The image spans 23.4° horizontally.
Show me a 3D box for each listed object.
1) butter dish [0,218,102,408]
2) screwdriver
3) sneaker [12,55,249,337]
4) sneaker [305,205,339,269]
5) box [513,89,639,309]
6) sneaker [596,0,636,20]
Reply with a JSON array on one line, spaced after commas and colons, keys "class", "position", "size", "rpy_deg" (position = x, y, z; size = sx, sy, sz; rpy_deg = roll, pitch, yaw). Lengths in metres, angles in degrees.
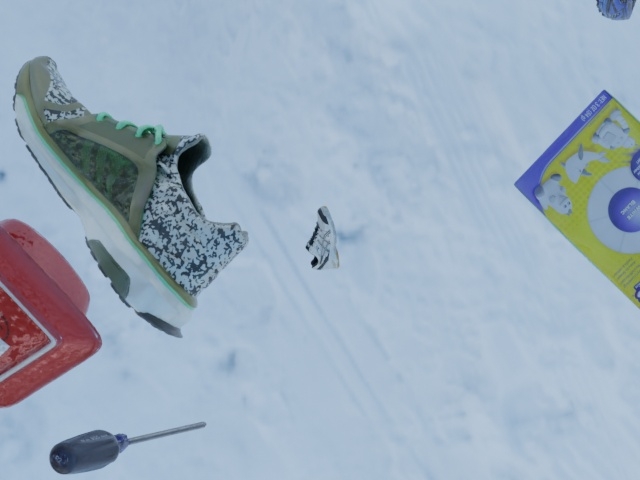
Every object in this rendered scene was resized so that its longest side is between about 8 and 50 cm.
[{"class": "butter dish", "position": [-0.274, 0.044, 1.380], "size": [0.160, 0.118, 0.160], "rpy_deg": [-32, 108, 32]}, {"class": "screwdriver", "position": [-0.117, 0.124, 0.964], "size": [0.025, 0.170, 0.024], "rpy_deg": [0, 91, 21]}, {"class": "sneaker", "position": [-0.215, -0.083, 1.834], "size": [0.182, 0.410, 0.158], "rpy_deg": [-36, 156, 2]}, {"class": "sneaker", "position": [0.000, 0.000, 1.785], "size": [0.037, 0.032, 0.083], "rpy_deg": [-9, 119, -4]}, {"class": "box", "position": [0.247, -0.017, 1.180], "size": [0.179, 0.043, 0.105], "rpy_deg": [45, 104, 13]}, {"class": "sneaker", "position": [0.294, -0.261, 1.296], "size": [0.087, 0.083, 0.221], "rpy_deg": [23, 143, 0]}]
